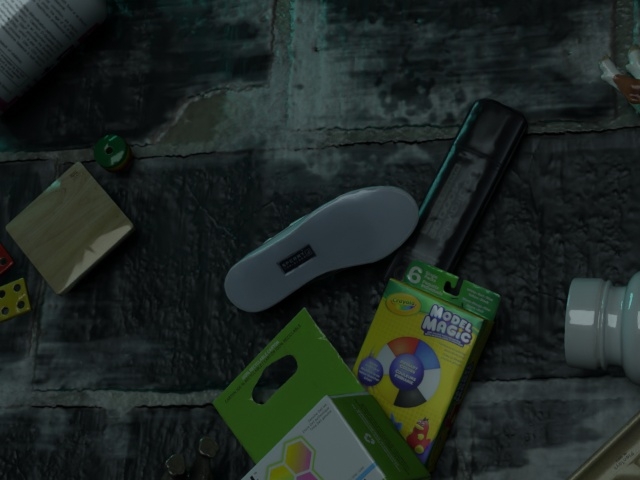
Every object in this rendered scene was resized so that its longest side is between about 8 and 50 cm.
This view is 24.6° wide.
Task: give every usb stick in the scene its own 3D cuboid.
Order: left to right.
[{"bbox_3d":[0.164,-0.047,1.785,0.077,0.045,0.278,25,80,17],"label":"usb stick"}]

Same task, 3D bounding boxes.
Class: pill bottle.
[{"bbox_3d":[-0.393,-0.316,1.989,0.283,0.160,0.160,-42,65,0],"label":"pill bottle"},{"bbox_3d":[0.391,0.098,1.614,0.229,0.131,0.131,3,72,18],"label":"pill bottle"}]

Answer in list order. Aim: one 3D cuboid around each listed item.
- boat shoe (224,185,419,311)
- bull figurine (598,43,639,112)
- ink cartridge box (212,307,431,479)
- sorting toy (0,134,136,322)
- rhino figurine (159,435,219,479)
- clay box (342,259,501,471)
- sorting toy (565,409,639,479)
[{"bbox_3d":[0.000,0.000,1.793,0.258,0.084,0.095,-23,101,10],"label":"boat shoe"},{"bbox_3d":[0.476,-0.252,1.733,0.188,0.101,0.310,31,80,28],"label":"bull figurine"},{"bbox_3d":[-0.027,0.233,1.675,0.189,0.097,0.255,-47,66,22],"label":"ink cartridge box"},{"bbox_3d":[-0.328,-0.005,1.920,0.274,0.046,0.132,-42,65,-1],"label":"sorting toy"},{"bbox_3d":[-0.158,0.355,1.691,0.073,0.106,0.243,8,56,-10],"label":"rhino figurine"},{"bbox_3d":[0.111,0.142,1.702,0.127,0.053,0.222,23,94,23],"label":"clay box"},{"bbox_3d":[0.357,0.332,1.590,0.307,0.041,0.229,-43,65,-1],"label":"sorting toy"}]
